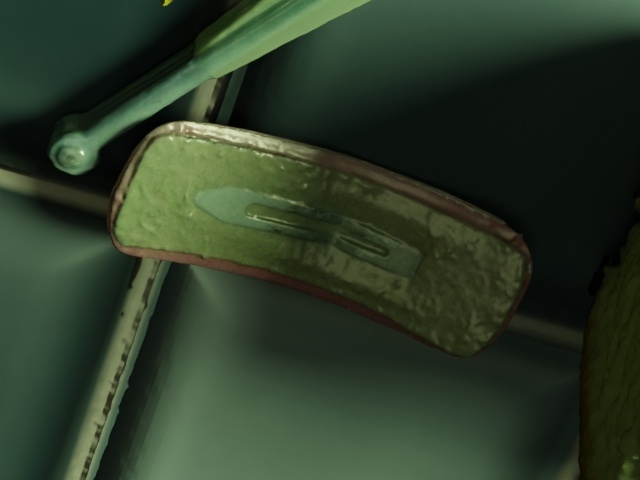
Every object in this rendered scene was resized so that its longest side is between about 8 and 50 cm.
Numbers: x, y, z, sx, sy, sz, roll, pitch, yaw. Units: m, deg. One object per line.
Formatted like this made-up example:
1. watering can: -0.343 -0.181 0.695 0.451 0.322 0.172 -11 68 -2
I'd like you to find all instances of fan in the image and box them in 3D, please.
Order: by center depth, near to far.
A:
1. fan: -0.004 -0.071 0.556 0.193 0.016 0.038 -31 120 19

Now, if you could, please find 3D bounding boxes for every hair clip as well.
1. hair clip: 0.000 -0.001 0.598 0.137 0.022 0.054 17 122 -13

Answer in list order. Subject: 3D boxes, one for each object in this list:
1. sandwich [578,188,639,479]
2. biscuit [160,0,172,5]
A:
1. sandwich: 0.199 0.051 0.571 0.235 0.128 0.122 22 129 -12
2. biscuit: -0.143 -0.148 0.444 0.292 0.026 0.048 32 134 7
